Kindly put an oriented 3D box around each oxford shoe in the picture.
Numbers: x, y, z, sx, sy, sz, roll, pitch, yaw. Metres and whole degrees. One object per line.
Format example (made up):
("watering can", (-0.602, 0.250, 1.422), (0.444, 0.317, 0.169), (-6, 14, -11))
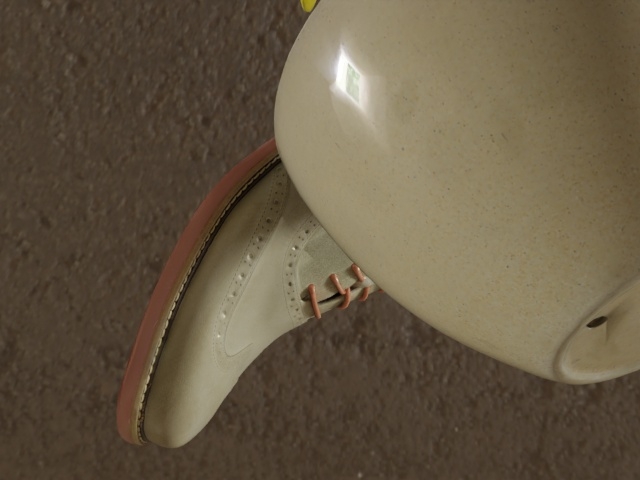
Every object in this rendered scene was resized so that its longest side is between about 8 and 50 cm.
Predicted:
("oxford shoe", (0.000, 0.000, 0.731), (0.146, 0.397, 0.140), (31, 164, 12))

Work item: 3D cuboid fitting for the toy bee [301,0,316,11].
("toy bee", (-0.025, -0.328, 0.880), (0.298, 0.162, 0.195), (43, 137, 18))

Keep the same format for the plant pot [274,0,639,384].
("plant pot", (0.138, -0.034, 0.538), (0.284, 0.191, 0.284), (-18, 148, -11))
